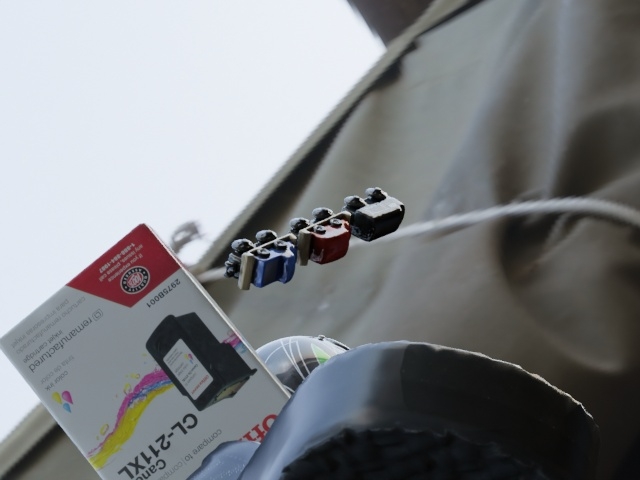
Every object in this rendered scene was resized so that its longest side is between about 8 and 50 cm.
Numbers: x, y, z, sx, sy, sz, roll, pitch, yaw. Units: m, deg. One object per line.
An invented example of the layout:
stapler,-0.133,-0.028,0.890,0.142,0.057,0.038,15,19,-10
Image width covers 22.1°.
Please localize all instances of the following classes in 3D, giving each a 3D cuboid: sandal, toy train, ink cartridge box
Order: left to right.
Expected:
ink cartridge box,-0.103,0.097,1.065,0.127,0.072,0.175,-40,-103,-5
sandal,0.000,0.152,0.826,0.168,0.446,0.107,25,-127,-14
toy train,0.000,0.000,1.008,0.158,0.036,0.027,-23,-48,-46

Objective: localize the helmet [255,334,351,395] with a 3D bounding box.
helmet,-0.010,0.168,1.443,0.161,0.169,0.169,39,-120,-19
